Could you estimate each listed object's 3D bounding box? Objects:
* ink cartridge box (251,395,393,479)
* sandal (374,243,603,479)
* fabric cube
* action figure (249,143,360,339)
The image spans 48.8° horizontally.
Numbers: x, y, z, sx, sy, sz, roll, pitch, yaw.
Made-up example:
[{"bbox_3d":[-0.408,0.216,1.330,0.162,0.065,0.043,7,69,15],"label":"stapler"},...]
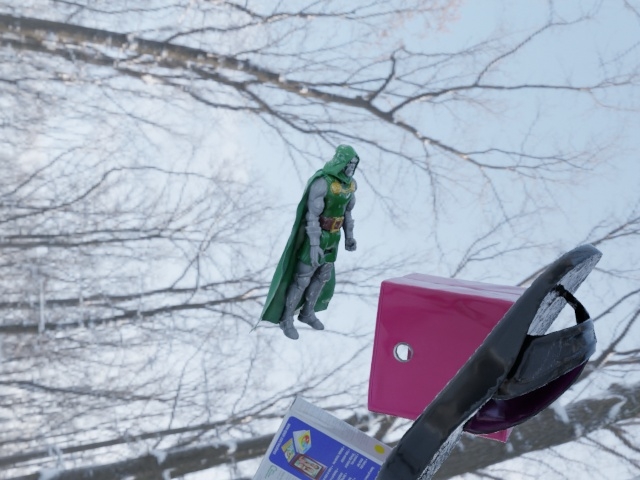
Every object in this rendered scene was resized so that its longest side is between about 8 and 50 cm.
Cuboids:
[{"bbox_3d":[0.023,0.511,1.476,0.307,0.072,0.304,28,-60,5],"label":"ink cartridge box"},{"bbox_3d":[0.235,0.172,0.851,0.107,0.446,0.168,36,-31,23],"label":"sandal"},{"bbox_3d":[0.261,0.209,1.365,0.258,0.259,0.254,8,-85,23],"label":"fabric cube"},{"bbox_3d":[0.000,0.000,0.810,0.063,0.137,0.232,28,-64,30],"label":"action figure"}]
